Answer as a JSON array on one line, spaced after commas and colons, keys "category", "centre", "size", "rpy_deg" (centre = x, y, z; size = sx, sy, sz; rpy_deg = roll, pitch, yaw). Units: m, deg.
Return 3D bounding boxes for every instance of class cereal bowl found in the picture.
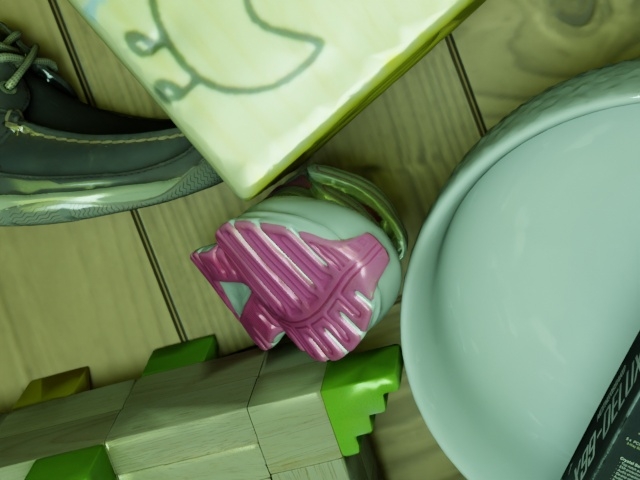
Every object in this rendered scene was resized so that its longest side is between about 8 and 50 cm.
[{"category": "cereal bowl", "centre": [0.224, 0.034, 0.907], "size": [0.339, 0.141, 0.339], "rpy_deg": [8, 121, 13]}]

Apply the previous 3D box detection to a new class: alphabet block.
[{"category": "alphabet block", "centre": [-0.028, -0.165, 0.914], "size": [0.192, 0.193, 0.197], "rpy_deg": [-42, 91, 14]}]

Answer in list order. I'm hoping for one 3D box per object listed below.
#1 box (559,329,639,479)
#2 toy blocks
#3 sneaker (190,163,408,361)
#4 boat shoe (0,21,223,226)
[{"category": "box", "centre": [0.301, 0.156, 0.824], "size": [0.307, 0.076, 0.242], "rpy_deg": [22, 124, 5]}, {"category": "toy blocks", "centre": [-0.092, 0.228, 1.007], "size": [0.381, 0.191, 0.261], "rpy_deg": [-15, 107, 11]}, {"category": "sneaker", "centre": [0.000, 0.000, 0.902], "size": [0.111, 0.252, 0.103], "rpy_deg": [-39, 100, -14]}, {"category": "boat shoe", "centre": [-0.235, -0.080, 0.988], "size": [0.355, 0.132, 0.130], "rpy_deg": [0, 99, 7]}]
